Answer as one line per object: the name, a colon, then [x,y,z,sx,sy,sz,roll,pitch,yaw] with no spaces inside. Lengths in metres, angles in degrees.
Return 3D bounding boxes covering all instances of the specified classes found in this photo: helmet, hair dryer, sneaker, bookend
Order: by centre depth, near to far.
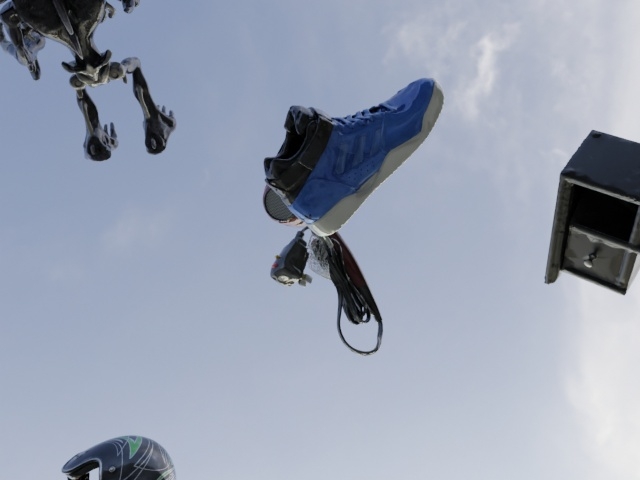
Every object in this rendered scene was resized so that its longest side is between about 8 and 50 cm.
sneaker: [0.022,-0.084,0.501,0.085,0.058,0.152,42,-89,-23]
bookend: [0.304,-0.003,0.617,0.072,0.156,0.157,-47,-34,-28]
hair dryer: [0.000,0.000,0.905,0.080,0.293,0.223,-20,-47,25]
helmet: [-0.306,0.386,1.032,0.162,0.169,0.169,-12,-62,24]

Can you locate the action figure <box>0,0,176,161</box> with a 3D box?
action figure: [-0.245,-0.210,0.668,0.164,0.140,0.275,-22,-40,-10]
